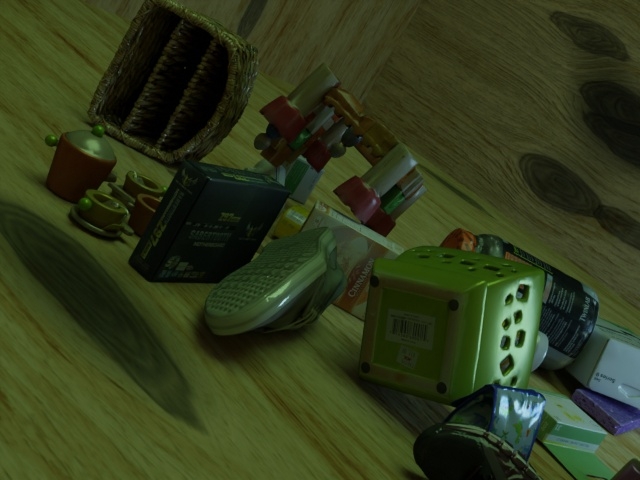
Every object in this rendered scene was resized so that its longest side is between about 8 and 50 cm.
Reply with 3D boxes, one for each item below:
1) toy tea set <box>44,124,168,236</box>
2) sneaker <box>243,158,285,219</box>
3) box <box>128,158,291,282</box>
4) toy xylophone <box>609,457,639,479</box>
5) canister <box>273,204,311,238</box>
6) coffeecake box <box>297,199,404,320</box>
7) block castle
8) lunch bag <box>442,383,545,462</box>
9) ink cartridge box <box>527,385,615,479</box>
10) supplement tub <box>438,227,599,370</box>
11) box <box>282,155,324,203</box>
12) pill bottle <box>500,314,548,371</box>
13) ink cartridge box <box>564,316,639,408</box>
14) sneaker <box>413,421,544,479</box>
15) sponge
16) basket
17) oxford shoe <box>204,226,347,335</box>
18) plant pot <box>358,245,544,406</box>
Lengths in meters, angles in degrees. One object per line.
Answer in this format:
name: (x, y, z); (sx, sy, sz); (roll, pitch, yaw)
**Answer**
toy tea set: (-0.290, -0.092, 1.672); (0.200, 0.124, 0.336); (39, 16, 30)
sneaker: (-0.131, -0.126, 2.175); (0.091, 0.094, 0.258); (31, 14, -19)
box: (-0.165, -0.024, 1.571); (0.059, 0.183, 0.232); (37, 15, 26)
toy xylophone: (0.600, 0.389, 1.631); (0.322, 0.236, 0.081); (16, 33, -42)
canister: (0.000, 0.000, 2.054); (0.170, 0.073, 0.126); (31, 14, 8)
coffeecake box: (0.037, 0.036, 1.858); (0.185, 0.142, 0.068); (29, 15, -4)
block castle: (0.040, -0.156, 2.078); (0.303, 0.213, 0.453); (48, 3, 9)
lunch bag: (0.241, 0.271, 1.446); (0.129, 0.151, 0.096); (16, 21, -44)
ink cartridge box: (0.448, 0.350, 1.802); (0.171, 0.056, 0.235); (19, 16, -40)
supplement tub: (0.402, 0.120, 2.180); (0.338, 0.207, 0.207); (28, 14, -10)
box: (-0.060, -0.160, 2.424); (0.087, 0.101, 0.102); (24, 17, -26)
pill bottle: (0.343, 0.182, 2.030); (0.208, 0.117, 0.117); (27, 14, -15)
ink cartridge box: (0.639, 0.258, 2.256); (0.211, 0.121, 0.289); (21, 8, -14)
sneaker: (0.241, 0.345, 1.295); (0.281, 0.106, 0.162); (31, 17, 1)
sponge: (0.612, 0.355, 2.157); (0.117, 0.031, 0.210); (39, 16, 29)
basket: (-0.287, -0.310, 2.076); (0.213, 0.299, 0.223); (38, 13, 21)
oxford shoe: (-0.050, 0.080, 1.560); (0.169, 0.130, 0.449); (-13, 8, 14)
plant pot: (0.190, 0.134, 1.579); (0.228, 0.227, 0.207); (12, 7, 36)
